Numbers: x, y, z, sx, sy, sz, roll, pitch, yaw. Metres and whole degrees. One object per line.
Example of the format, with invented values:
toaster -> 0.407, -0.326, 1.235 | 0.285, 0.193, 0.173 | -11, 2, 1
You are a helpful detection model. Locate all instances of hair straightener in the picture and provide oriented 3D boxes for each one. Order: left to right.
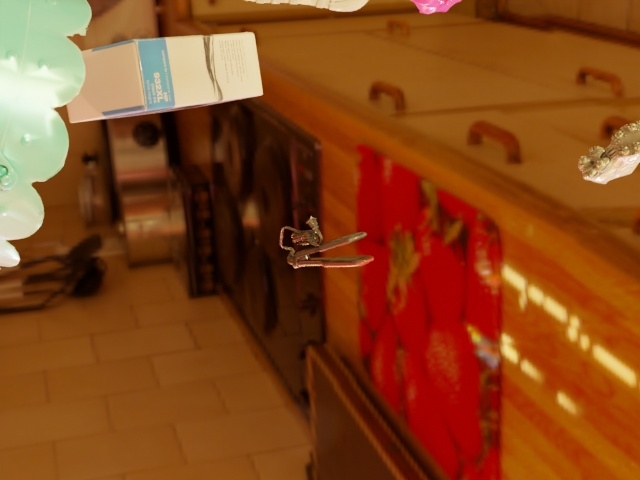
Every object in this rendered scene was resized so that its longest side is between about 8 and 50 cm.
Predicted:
hair straightener -> 0.000, 0.000, 1.724 | 0.230, 0.047, 0.089 | -2, 105, 58

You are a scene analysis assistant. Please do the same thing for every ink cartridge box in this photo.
ink cartridge box -> -0.293, -0.306, 1.946 | 0.223, 0.307, 0.129 | -3, 99, 40

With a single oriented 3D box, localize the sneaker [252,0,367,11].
sneaker -> -0.052, -0.344, 1.277 | 0.095, 0.235, 0.090 | -109, 37, -52

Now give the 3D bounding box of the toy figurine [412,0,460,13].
toy figurine -> 0.145, -0.379, 1.382 | 0.173, 0.130, 0.159 | 2, 77, 45

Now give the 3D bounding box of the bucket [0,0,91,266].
bucket -> -0.319, -0.121, 0.841 | 0.281, 0.183, 0.281 | -31, 52, 51

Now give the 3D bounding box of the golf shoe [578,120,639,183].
golf shoe -> 0.573, -0.162, 1.944 | 0.176, 0.086, 0.069 | -29, 51, 36
